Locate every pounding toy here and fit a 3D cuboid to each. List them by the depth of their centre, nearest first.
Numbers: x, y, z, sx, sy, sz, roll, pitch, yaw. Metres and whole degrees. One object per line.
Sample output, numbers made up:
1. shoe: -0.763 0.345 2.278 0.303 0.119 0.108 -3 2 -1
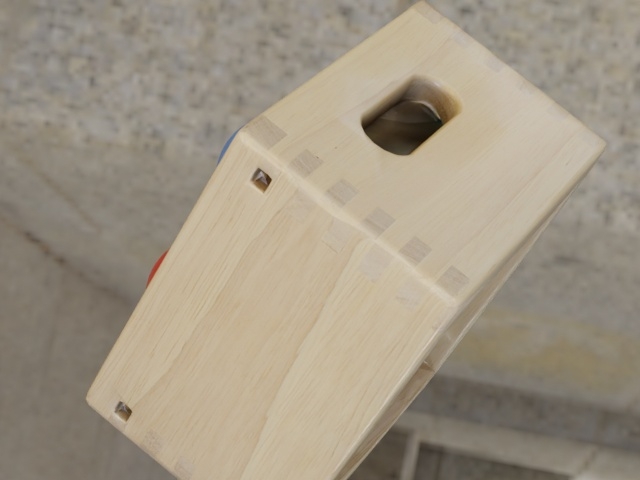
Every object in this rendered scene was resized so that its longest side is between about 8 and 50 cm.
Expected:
1. pounding toy: 0.000 0.000 0.508 0.141 0.100 0.130 -42 168 -52
